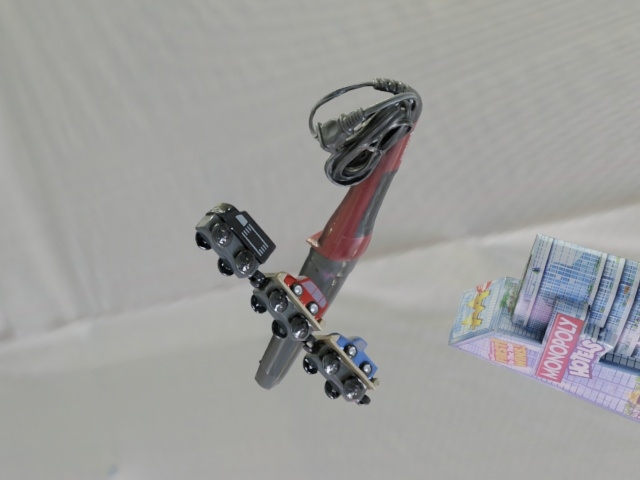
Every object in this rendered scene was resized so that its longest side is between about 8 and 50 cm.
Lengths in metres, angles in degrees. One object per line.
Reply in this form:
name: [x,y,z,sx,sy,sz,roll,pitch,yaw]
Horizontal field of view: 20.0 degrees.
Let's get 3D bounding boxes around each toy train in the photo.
toy train: [-0.016,0.038,1.072,0.027,0.036,0.158,-7,-51,52]

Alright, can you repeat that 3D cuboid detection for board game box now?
board game box: [0.215,0.074,1.586,0.194,0.060,0.194,15,-27,6]

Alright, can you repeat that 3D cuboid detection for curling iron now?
curling iron: [0.000,0.000,1.115,0.274,0.068,0.035,112,-34,-46]
